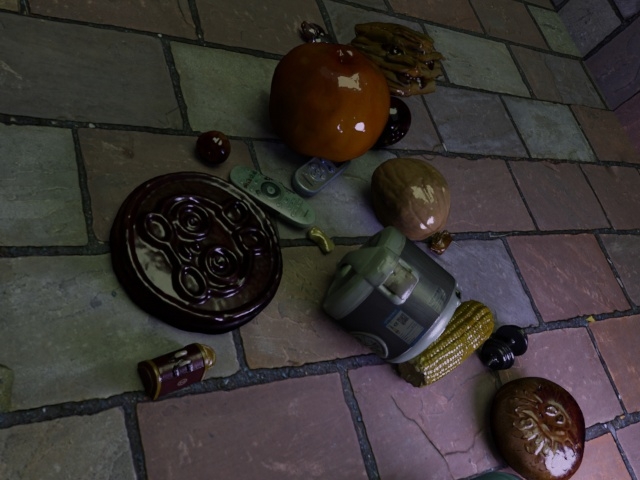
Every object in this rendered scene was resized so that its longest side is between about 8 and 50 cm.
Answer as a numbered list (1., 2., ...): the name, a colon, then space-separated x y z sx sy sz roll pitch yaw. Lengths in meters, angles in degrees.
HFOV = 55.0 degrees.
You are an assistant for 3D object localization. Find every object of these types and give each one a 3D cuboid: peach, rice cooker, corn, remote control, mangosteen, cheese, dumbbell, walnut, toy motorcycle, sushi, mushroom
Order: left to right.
1. remote control: -0.125 -0.114 1.618 0.256 0.045 0.097 35 47 -6
2. toy motorcycle: -0.019 -0.641 1.998 0.118 0.084 0.213 4 52 -30
3. cheese: 0.000 0.000 1.636 0.083 0.030 0.044 43 41 -10
4. remote control: 0.004 -0.202 1.757 0.087 0.047 0.244 45 48 3
5. peach: 0.028 -0.388 1.687 0.342 0.302 0.343 8 44 -8
6. mangosteen: 0.197 -0.383 1.928 0.172 0.172 0.184 8 39 -30
7. rice cooker: 0.165 0.128 1.500 0.277 0.288 0.288 40 48 -8
8. walnut: 0.254 -0.123 1.766 0.225 0.225 0.261 -12 57 -38
9. sushi: 0.361 0.004 1.860 0.060 0.061 0.118 40 27 6
10. corn: 0.338 0.271 1.625 0.344 0.131 0.131 -30 81 -40
11. dumbbell: 0.524 0.302 1.746 0.208 0.099 0.099 -28 80 -41
12. mushroom: 0.583 0.496 1.619 0.278 0.163 0.297 28 48 -15

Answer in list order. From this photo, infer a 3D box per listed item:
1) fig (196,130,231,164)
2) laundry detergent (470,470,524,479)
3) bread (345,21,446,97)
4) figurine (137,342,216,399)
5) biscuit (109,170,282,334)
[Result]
1. fig: -0.269 -0.252 1.594 0.089 0.089 0.125 33 30 -12
2. laundry detergent: 0.435 0.672 1.325 0.305 0.287 0.287 28 50 -16
3. bread: 0.254 -0.603 1.995 0.314 0.192 0.370 23 31 24
4. figurine: -0.281 0.248 1.248 0.154 0.098 0.082 -16 68 -36
5. biscuit: -0.269 0.014 1.410 0.407 0.091 0.408 17 53 -24
